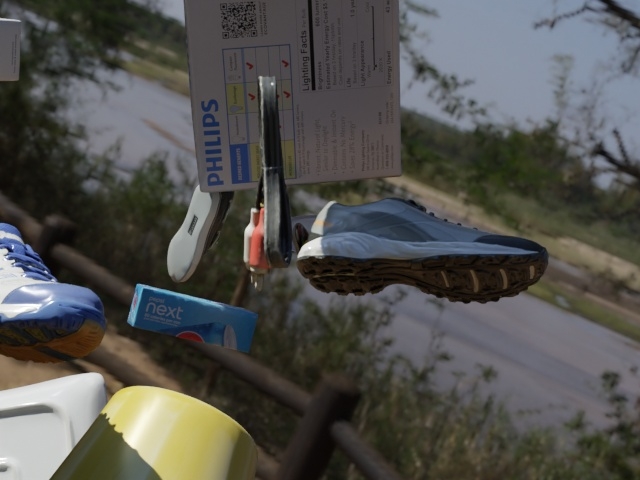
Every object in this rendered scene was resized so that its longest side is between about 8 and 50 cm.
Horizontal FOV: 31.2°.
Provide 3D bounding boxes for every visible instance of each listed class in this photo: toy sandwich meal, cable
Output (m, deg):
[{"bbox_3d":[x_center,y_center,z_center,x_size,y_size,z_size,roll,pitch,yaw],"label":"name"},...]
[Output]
[{"bbox_3d":[-0.017,0.007,1.881,0.029,0.086,0.085,-19,-9,18],"label":"toy sandwich meal"},{"bbox_3d":[-0.080,-0.073,1.546,0.072,0.287,0.139,-6,14,1],"label":"cable"}]

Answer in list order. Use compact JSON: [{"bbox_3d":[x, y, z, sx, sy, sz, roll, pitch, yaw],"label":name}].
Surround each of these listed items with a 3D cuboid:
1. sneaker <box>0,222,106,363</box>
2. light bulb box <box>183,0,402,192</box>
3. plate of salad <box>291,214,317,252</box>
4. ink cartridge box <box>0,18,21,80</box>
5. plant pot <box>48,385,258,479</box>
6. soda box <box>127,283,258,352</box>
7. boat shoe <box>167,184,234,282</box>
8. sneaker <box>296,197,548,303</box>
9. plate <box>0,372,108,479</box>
[{"bbox_3d":[-0.305,0.038,1.073,0.296,0.131,0.112,-1,-27,38],"label":"sneaker"},{"bbox_3d":[-0.053,-0.296,2.030,0.360,0.358,0.225,-5,24,-6],"label":"light bulb box"},{"bbox_3d":[0.000,0.000,2.060,0.199,0.048,0.200,5,22,-2],"label":"plate of salad"},{"bbox_3d":[-0.557,-0.278,1.629,0.154,0.093,0.212,11,10,32],"label":"ink cartridge box"},{"bbox_3d":[-0.178,0.284,1.120,0.253,0.239,0.254,15,-33,10],"label":"plant pot"},{"bbox_3d":[-0.220,0.134,1.979,0.210,0.071,0.067,15,-1,-18],"label":"soda box"},{"bbox_3d":[-0.221,-0.011,2.158,0.070,0.219,0.078,-2,41,-43],"label":"boat shoe"},{"bbox_3d":[0.111,0.001,1.245,0.271,0.108,0.100,5,-32,17],"label":"sneaker"},{"bbox_3d":[-0.378,0.299,1.322,0.277,0.278,0.045,-9,-24,-1],"label":"plate"}]
